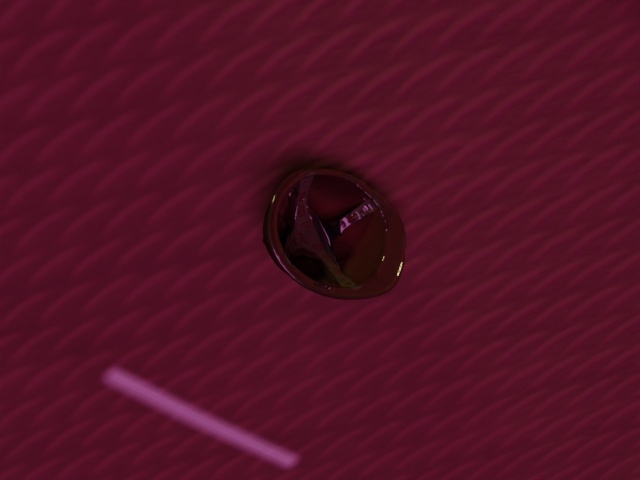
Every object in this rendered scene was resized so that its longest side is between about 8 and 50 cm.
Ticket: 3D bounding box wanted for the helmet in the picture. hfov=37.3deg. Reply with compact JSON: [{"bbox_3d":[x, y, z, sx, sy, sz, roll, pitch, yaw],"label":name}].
[{"bbox_3d":[0.000,0.000,0.675,0.111,0.057,0.089,23,70,-25],"label":"helmet"}]
